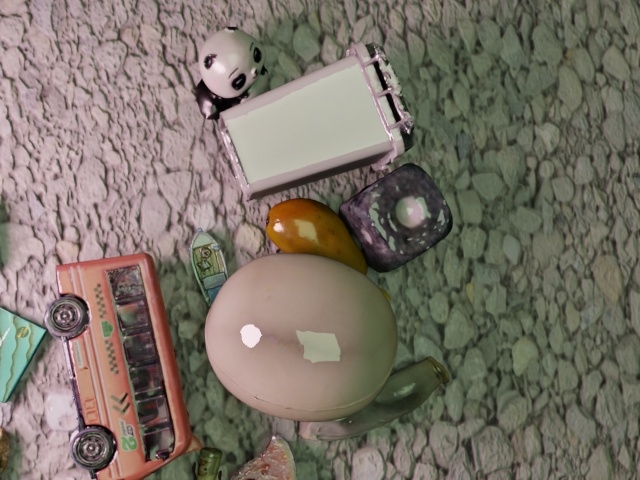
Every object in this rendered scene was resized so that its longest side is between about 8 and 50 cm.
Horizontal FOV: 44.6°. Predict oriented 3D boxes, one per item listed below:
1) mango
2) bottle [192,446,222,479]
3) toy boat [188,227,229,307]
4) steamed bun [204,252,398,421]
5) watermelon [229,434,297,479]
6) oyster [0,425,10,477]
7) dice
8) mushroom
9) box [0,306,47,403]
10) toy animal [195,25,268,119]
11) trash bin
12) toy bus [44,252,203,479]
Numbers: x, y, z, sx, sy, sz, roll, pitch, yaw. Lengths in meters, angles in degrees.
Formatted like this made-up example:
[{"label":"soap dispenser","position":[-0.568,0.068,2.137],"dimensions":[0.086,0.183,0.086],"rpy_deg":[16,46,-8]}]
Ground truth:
[{"label":"mango","position":[0.000,0.000,1.663],"dimensions":[0.253,0.113,0.138],"rpy_deg":[36,70,-12]},{"label":"bottle","position":[-0.230,0.477,1.591],"dimensions":[0.047,0.063,0.101],"rpy_deg":[16,82,-41]},{"label":"toy boat","position":[-0.230,0.058,1.627],"dimensions":[0.069,0.059,0.172],"rpy_deg":[-15,88,-15]},{"label":"steamed bun","position":[-0.036,0.187,1.527],"dimensions":[0.374,0.334,0.333],"rpy_deg":[16,80,4]},{"label":"watermelon","position":[-0.121,0.485,1.611],"dimensions":[0.139,0.071,0.187],"rpy_deg":[2,92,-7]},{"label":"oyster","position":[-0.706,0.479,1.463],"dimensions":[0.295,0.094,0.166],"rpy_deg":[-26,73,-5]},{"label":"dice","position":[0.159,-0.047,1.673],"dimensions":[0.182,0.183,0.181],"rpy_deg":[-31,91,-16]},{"label":"mushroom","position":[0.117,0.342,1.671],"dimensions":[0.352,0.097,0.109],"rpy_deg":[-15,93,-19]},{"label":"box","position":[-0.672,0.193,1.512],"dimensions":[0.226,0.042,0.160],"rpy_deg":[29,79,-9]},{"label":"toy animal","position":[-0.186,-0.349,1.627],"dimensions":[0.138,0.179,0.166],"rpy_deg":[27,71,4]},{"label":"trash bin","position":[-0.011,-0.232,1.605],"dimensions":[0.368,0.296,0.255],"rpy_deg":[-21,91,-9]},{"label":"toy bus","position":[-0.386,0.245,1.499],"dimensions":[0.233,0.203,0.426],"rpy_deg":[-12,85,-20]}]
